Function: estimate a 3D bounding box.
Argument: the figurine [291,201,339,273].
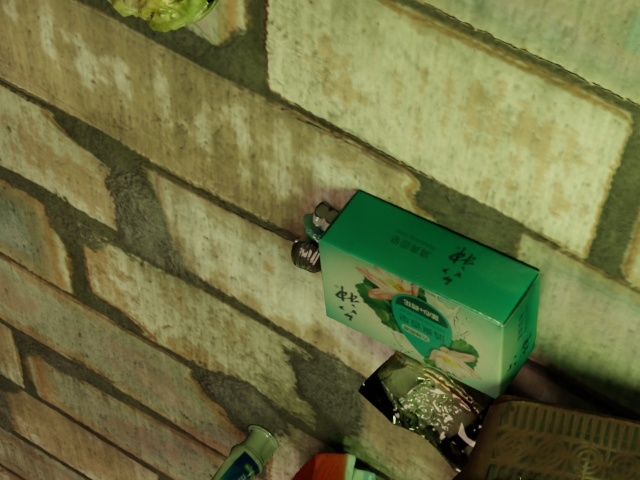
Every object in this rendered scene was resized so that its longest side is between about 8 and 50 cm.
[{"bbox_3d":[0.000,0.000,1.831,0.060,0.047,0.106,16,141,-4],"label":"figurine"}]

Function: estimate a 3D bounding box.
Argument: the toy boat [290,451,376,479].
[{"bbox_3d":[0.014,0.432,2.333,0.133,0.145,0.332,12,152,-9],"label":"toy boat"}]

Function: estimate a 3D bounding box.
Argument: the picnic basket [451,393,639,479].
[{"bbox_3d":[0.296,0.259,1.679,0.297,0.129,0.222,9,168,16],"label":"picnic basket"}]

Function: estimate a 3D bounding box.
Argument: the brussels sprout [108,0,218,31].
[{"bbox_3d":[-0.159,-0.290,1.552,0.181,0.100,0.139,-15,111,56],"label":"brussels sprout"}]

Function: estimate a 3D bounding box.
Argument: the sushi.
[{"bbox_3d":[0.196,0.218,1.853,0.273,0.134,0.109,40,121,17],"label":"sushi"}]

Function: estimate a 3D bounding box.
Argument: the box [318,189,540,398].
[{"bbox_3d":[0.124,0.062,1.729,0.245,0.092,0.153,24,148,23],"label":"box"}]

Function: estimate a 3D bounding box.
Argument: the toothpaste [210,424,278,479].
[{"bbox_3d":[-0.165,0.403,2.344,0.061,0.266,0.096,29,150,21],"label":"toothpaste"}]
